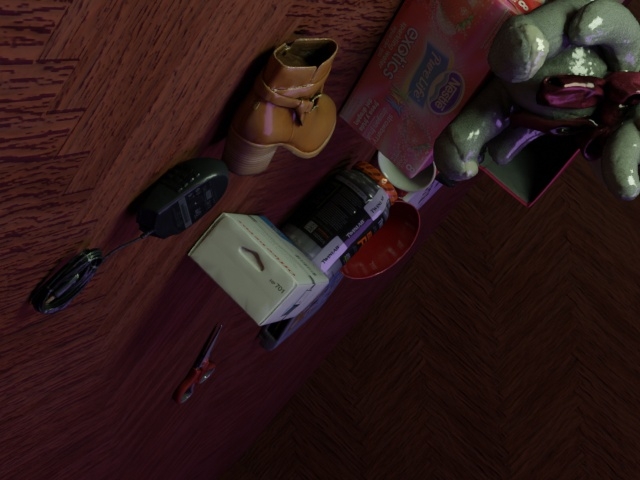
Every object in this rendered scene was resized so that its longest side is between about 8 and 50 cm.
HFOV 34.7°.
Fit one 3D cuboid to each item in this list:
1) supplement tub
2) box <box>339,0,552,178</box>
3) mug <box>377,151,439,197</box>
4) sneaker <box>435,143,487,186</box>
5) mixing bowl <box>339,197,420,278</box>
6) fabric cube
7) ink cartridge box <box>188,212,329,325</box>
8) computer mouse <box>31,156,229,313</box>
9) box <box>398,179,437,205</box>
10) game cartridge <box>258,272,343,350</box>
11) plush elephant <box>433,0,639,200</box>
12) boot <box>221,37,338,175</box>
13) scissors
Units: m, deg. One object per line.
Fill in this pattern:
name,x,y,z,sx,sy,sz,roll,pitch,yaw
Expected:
supplement tub,0.030,-0.033,1.668,0.190,0.117,0.117,-45,170,-11
box,0.170,-0.246,1.343,0.154,0.142,0.300,-38,166,-44
mug,0.181,-0.168,1.868,0.150,0.113,0.169,-31,-171,44
sneaker,0.286,-0.219,2.016,0.109,0.130,0.286,-38,165,-38
mixing bowl,0.083,-0.027,1.895,0.182,0.098,0.181,-21,138,-20
fabric cube,0.447,-0.275,2.121,0.258,0.259,0.254,-39,167,-50
ink cartridge box,-0.079,0.036,1.395,0.082,0.139,0.191,-47,170,10
computer mouse,-0.193,-0.011,1.037,0.242,0.041,0.071,-37,159,-19
box,0.251,-0.153,2.356,0.322,0.058,0.232,-43,170,-19
game cartridge,-0.021,0.109,2.227,0.198,0.062,0.297,-35,165,-38
plush elephant,0.339,-0.157,1.232,0.330,0.255,0.272,-40,167,-35
boot,-0.017,-0.157,1.100,0.197,0.073,0.152,-40,165,-49
scissors,-0.228,0.239,1.922,0.109,0.021,0.297,-41,171,-23
